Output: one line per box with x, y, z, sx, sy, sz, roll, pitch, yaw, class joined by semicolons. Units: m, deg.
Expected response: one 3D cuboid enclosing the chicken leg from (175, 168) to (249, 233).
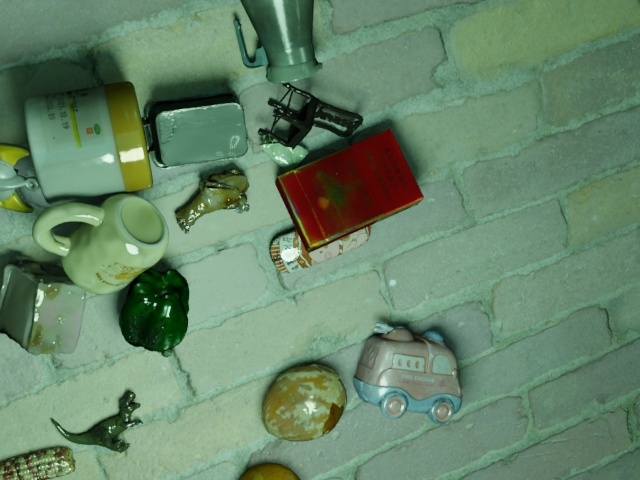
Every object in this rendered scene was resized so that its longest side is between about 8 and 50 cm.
-0.261;-0.099;1.824;0.196;0.080;0.125;-22;121;-10;chicken leg

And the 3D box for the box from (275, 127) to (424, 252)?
0.070;-0.122;1.872;0.314;0.089;0.197;-24;84;-11;box

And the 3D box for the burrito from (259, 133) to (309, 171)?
-0.093;-0.223;1.859;0.118;0.044;0.074;39;93;-23;burrito

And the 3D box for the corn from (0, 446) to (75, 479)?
-0.720;0.560;1.849;0.237;0.079;0.079;-12;106;-10;corn

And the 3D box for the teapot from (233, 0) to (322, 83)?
-0.097;-0.486;1.746;0.203;0.171;0.225;-4;114;17;teapot

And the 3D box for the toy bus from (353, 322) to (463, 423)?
0.239;0.347;2.023;0.294;0.197;0.231;10;90;-16;toy bus

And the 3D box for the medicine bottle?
-0.497;-0.211;1.640;0.232;0.238;0.237;-11;106;-13;medicine bottle

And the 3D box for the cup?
-0.478;-0.018;1.658;0.255;0.173;0.202;41;125;-22;cup

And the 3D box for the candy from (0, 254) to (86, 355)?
-0.633;0.148;1.715;0.137;0.185;0.195;2;105;-50;candy

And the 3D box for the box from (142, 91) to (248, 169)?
-0.281;-0.248;1.750;0.244;0.135;0.163;-9;105;-14;box

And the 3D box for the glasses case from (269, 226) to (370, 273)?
0.000;0.000;1.927;0.267;0.067;0.103;-22;103;-11;glasses case

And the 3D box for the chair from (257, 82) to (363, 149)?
-0.017;-0.276;1.819;0.229;0.106;0.113;22;61;-18;chair

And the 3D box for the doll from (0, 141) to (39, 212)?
-0.745;-0.156;1.609;0.317;0.103;0.145;15;96;7;doll

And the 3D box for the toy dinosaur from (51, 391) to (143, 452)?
-0.543;0.444;1.902;0.179;0.087;0.187;35;73;15;toy dinosaur

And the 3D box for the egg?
-0.042;0.420;1.952;0.233;0.195;0.194;-29;109;-12;egg

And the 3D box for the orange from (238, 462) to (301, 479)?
-0.128;0.683;1.988;0.206;0.206;0.205;-4;104;-16;orange

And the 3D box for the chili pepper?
-0.394;0.185;1.805;0.165;0.173;0.261;2;139;-20;chili pepper
